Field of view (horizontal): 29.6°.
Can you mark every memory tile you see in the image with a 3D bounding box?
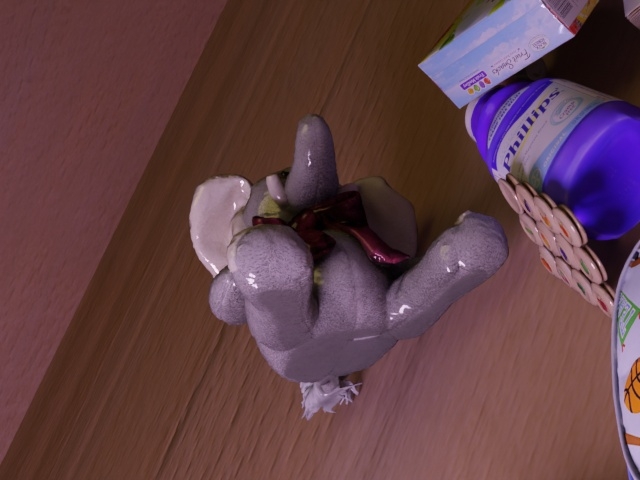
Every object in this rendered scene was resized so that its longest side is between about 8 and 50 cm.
[{"bbox_3d":[0.197,0.003,1.003,0.012,0.113,0.148,-32,21,-3],"label":"memory tile"}]

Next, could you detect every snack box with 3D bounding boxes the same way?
[{"bbox_3d":[0.213,-0.244,1.195,0.174,0.070,0.207,-29,20,54],"label":"snack box"}]

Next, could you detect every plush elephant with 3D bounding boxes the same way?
[{"bbox_3d":[0.000,0.000,1.242,0.330,0.272,0.255,108,151,-55],"label":"plush elephant"}]

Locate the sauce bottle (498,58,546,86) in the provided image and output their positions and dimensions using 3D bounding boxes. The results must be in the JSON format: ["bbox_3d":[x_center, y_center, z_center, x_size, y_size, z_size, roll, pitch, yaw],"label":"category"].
[{"bbox_3d":[0.204,-0.184,1.331,0.042,0.042,0.128,-62,20,-4],"label":"sauce bottle"}]

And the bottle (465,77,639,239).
[{"bbox_3d":[0.211,-0.089,1.110,0.118,0.092,0.283,-56,20,7],"label":"bottle"}]

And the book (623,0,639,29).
[{"bbox_3d":[0.334,-0.273,1.162,0.096,0.035,0.144,-43,24,35],"label":"book"}]

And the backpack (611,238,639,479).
[{"bbox_3d":[0.269,0.077,0.615,0.263,0.213,0.276,128,158,-52],"label":"backpack"}]
